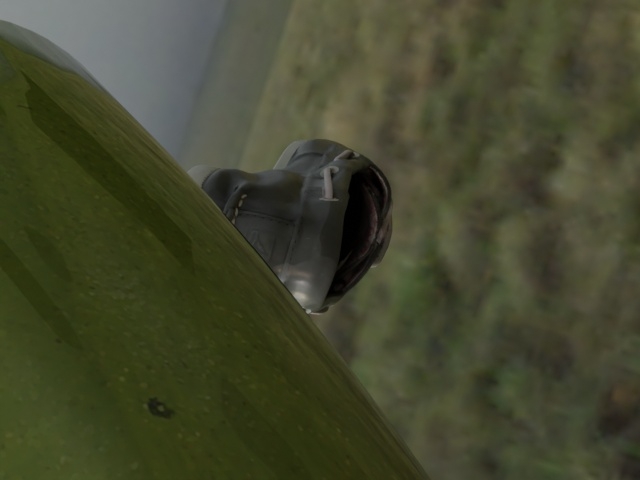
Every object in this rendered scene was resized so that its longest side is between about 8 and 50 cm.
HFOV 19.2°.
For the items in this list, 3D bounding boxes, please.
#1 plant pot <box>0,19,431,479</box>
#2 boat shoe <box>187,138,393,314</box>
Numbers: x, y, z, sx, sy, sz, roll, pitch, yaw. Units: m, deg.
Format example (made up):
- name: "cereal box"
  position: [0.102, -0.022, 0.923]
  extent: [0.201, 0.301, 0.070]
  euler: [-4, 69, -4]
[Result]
- name: "plant pot"
  position: [-0.061, 0.123, 0.520]
  extent: [0.275, 0.293, 0.275]
  euler: [-35, -36, -30]
- name: "boat shoe"
  position: [0.000, 0.000, 1.153]
  extent: [0.335, 0.095, 0.112]
  euler: [-17, -63, -75]
